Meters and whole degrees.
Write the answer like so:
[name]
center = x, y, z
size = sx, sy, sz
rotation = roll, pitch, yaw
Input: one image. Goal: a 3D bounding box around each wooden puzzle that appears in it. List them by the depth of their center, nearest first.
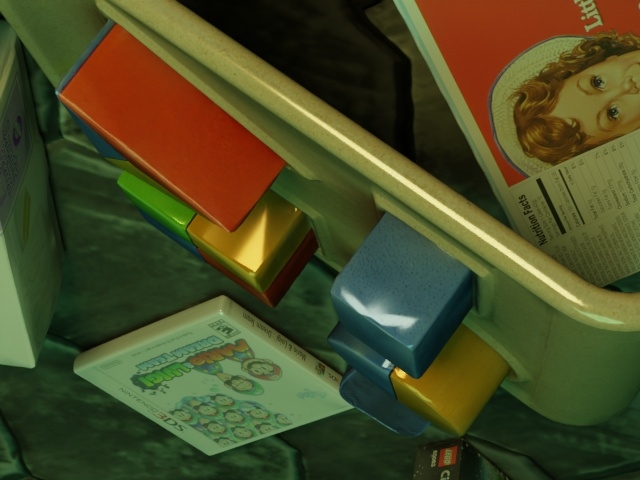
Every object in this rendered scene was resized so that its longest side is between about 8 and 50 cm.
[wooden puzzle]
center = 0.000, 0.000, 0.938
size = 0.348, 0.080, 0.322
rotation = 30, 171, 11

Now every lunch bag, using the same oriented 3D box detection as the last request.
[lunch bag]
center = 0.063, 0.075, 1.230
size = 0.067, 0.065, 0.098
rotation = 33, 143, -4

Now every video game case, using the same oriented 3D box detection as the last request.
[video game case]
center = -0.075, 0.101, 1.340
size = 0.157, 0.019, 0.143
rotation = -23, 134, 38

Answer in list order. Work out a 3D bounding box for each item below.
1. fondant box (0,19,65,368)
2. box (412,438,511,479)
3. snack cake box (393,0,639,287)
[fondant box]
center = -0.338, -0.040, 1.145
size = 0.330, 0.096, 0.238
rotation = 6, 145, 5
[box]
center = 0.118, 0.285, 1.363
size = 0.044, 0.233, 0.159
rotation = -18, 136, 35
[snack cake box]
center = 0.131, -0.097, 0.904
size = 0.152, 0.089, 0.264
rotation = -24, 137, 8
